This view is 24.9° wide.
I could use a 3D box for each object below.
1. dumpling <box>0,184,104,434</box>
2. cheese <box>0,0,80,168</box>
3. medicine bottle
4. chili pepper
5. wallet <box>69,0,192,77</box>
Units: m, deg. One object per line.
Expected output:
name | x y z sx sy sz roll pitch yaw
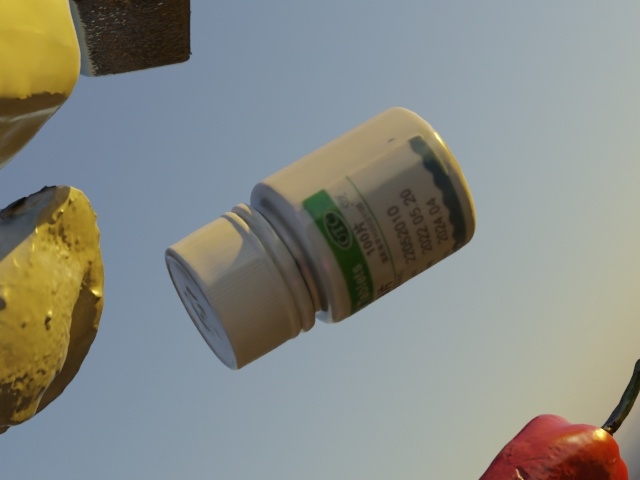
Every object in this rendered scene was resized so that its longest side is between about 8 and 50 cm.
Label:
dumpling | -0.281 0.092 1.255 0.243 0.175 0.227 -25 -40 2
cheese | -0.252 -0.043 0.467 0.242 0.124 0.265 -20 -9 40
medicine bottle | 0.000 0.000 1.193 0.237 0.139 0.139 -31 -21 -17
chili pepper | 0.092 0.161 0.747 0.272 0.063 0.071 -45 -60 -18
wallet | -0.161 -0.184 1.198 0.110 0.031 0.198 -9 -11 -6
